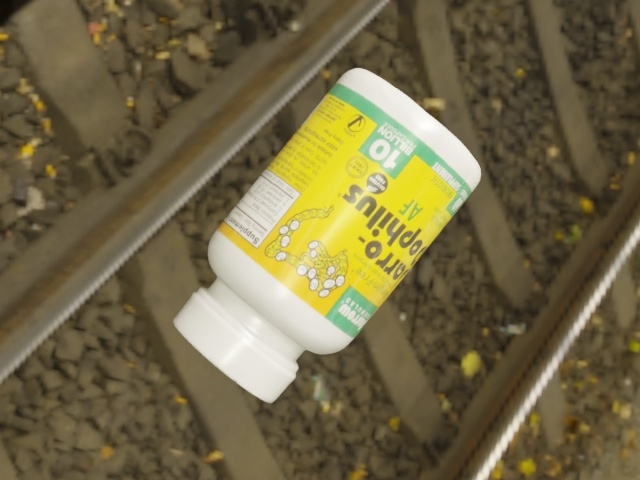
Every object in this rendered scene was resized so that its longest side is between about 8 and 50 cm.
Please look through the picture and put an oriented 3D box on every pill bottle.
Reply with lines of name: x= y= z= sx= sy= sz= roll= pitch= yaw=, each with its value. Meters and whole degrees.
pill bottle: x=0.000 y=0.000 z=0.856 sx=0.208 sy=0.117 sz=0.117 roll=-50 pitch=137 yaw=-1
